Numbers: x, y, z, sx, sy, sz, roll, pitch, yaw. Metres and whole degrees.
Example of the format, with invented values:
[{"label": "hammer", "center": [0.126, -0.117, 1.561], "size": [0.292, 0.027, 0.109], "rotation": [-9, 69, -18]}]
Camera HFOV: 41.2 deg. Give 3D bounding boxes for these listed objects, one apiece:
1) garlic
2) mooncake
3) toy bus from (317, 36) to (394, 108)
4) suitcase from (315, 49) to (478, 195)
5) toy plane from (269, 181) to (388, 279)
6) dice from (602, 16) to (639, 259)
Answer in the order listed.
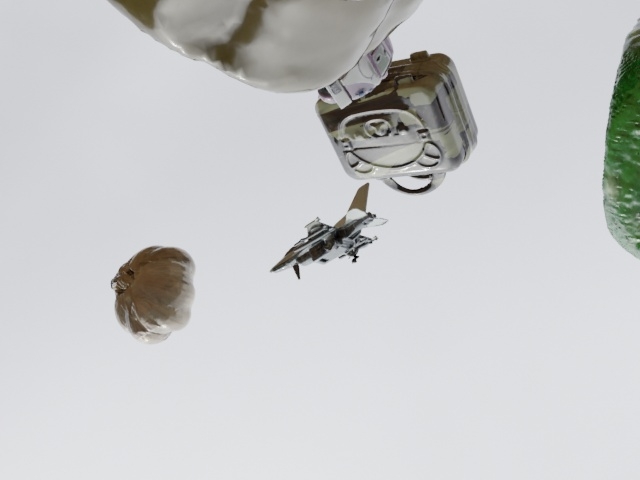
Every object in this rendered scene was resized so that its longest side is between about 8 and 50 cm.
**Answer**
[{"label": "garlic", "center": [-0.378, 0.115, 1.910], "size": [0.227, 0.152, 0.228], "rotation": [-16, -119, 32]}, {"label": "mooncake", "center": [-0.057, -0.420, 1.027], "size": [0.262, 0.467, 0.467], "rotation": [-44, -154, 49]}, {"label": "toy bus", "center": [0.018, -0.324, 1.346], "size": [0.142, 0.142, 0.202], "rotation": [-35, -126, 4]}, {"label": "suitcase", "center": [0.194, -0.268, 2.035], "size": [0.351, 0.339, 0.194], "rotation": [-3, -141, 35]}, {"label": "toy plane", "center": [0.010, 0.010, 1.342], "size": [0.234, 0.160, 0.082], "rotation": [-42, -123, 25]}, {"label": "dice", "center": [0.516, -0.128, 1.037], "size": [0.287, 0.297, 0.300], "rotation": [10, -148, 26]}]
